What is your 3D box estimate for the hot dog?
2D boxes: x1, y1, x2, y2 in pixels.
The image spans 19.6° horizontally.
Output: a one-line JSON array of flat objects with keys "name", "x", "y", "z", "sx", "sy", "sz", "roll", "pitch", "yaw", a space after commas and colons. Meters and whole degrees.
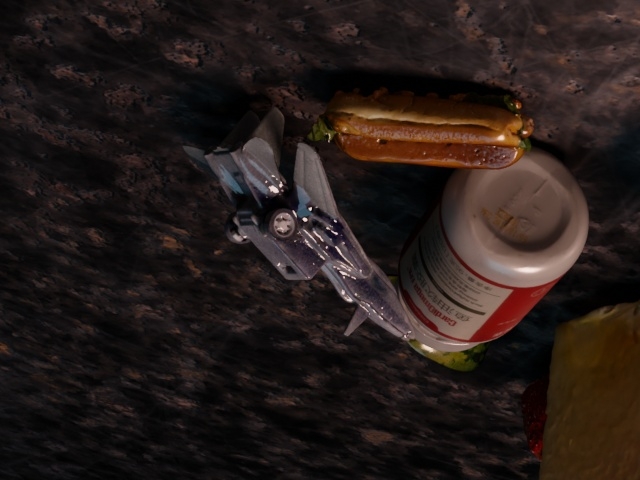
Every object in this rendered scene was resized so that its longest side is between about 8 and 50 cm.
[{"name": "hot dog", "x": 0.085, "y": -0.096, "z": 1.549, "sx": 0.188, "sy": 0.055, "sz": 0.072, "roll": 6, "pitch": 153, "yaw": 16}]

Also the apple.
[{"name": "apple", "x": 0.367, "y": 0.150, "z": 1.789, "sx": 0.309, "sy": 0.314, "sz": 0.252, "roll": -19, "pitch": 100, "yaw": 51}]

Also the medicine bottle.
[{"name": "medicine bottle", "x": 0.145, "y": 0.014, "z": 1.669, "sx": 0.131, "sy": 0.131, "sz": 0.250, "roll": 16, "pitch": 156, "yaw": -6}]

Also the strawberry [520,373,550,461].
[{"name": "strawberry", "x": 0.287, "y": 0.196, "z": 2.008, "sx": 0.131, "sy": 0.131, "sz": 0.148, "roll": 25, "pitch": 158, "yaw": -25}]

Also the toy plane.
[{"name": "toy plane", "x": -0.007, "y": 0.008, "z": 1.658, "sx": 0.267, "sy": 0.088, "sz": 0.212, "roll": 54, "pitch": 154, "yaw": -20}]

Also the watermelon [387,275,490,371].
[{"name": "watermelon", "x": 0.134, "y": 0.079, "z": 1.940, "sx": 0.163, "sy": 0.087, "sz": 0.069, "roll": 27, "pitch": 116, "yaw": -34}]
